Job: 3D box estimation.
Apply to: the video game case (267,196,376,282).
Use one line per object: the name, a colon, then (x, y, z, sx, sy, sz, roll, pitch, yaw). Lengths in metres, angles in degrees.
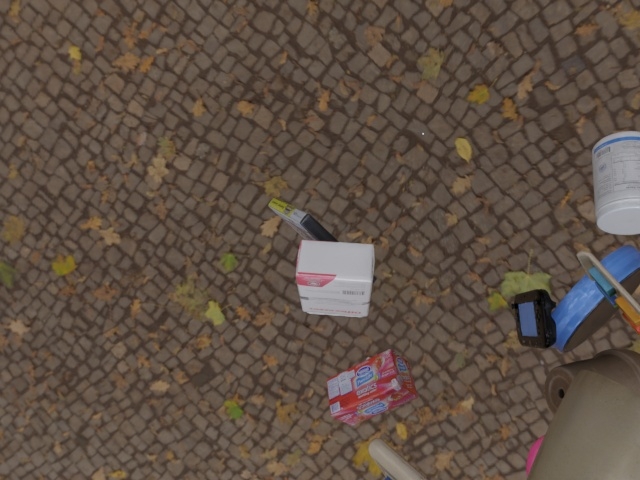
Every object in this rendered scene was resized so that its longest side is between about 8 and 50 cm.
video game case: (0.000, 0.000, 1.383, 0.275, 0.248, 0.035, 43, 84, -28)

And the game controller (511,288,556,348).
game controller: (0.637, 0.237, 1.548, 0.067, 0.319, 0.167, 4, 81, 9)

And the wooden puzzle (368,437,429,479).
wooden puzzle: (0.244, 0.635, 1.120, 0.080, 0.322, 0.348, -37, 123, -20)

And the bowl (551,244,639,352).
bowl: (0.836, 0.188, 1.562, 0.077, 0.391, 0.391, 47, 109, 35)

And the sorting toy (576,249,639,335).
sorting toy: (0.608, 0.124, 1.038, 0.038, 0.193, 0.208, -43, 50, 13)

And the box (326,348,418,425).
box: (0.157, 0.462, 1.610, 0.256, 0.128, 0.122, -32, 132, 22)

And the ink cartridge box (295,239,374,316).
ink cartridge box: (0.035, 0.089, 1.133, 0.158, 0.218, 0.092, 4, 61, 4)

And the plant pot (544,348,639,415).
plant pot: (0.779, 0.436, 1.455, 0.229, 0.263, 0.263, 5, 103, -13)

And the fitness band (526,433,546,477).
fitness band: (0.447, 0.436, 0.805, 0.054, 0.291, 0.209, -8, 124, -25)

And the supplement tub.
supplement tub: (0.363, -0.069, 0.612, 0.070, 0.071, 0.107, 5, 66, 10)

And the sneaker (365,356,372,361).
sneaker: (0.221, 0.481, 1.743, 0.212, 0.080, 0.094, 43, 72, -19)

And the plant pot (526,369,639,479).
plant pot: (0.345, 0.345, 0.610, 0.256, 0.256, 0.274, 39, 86, 1)
